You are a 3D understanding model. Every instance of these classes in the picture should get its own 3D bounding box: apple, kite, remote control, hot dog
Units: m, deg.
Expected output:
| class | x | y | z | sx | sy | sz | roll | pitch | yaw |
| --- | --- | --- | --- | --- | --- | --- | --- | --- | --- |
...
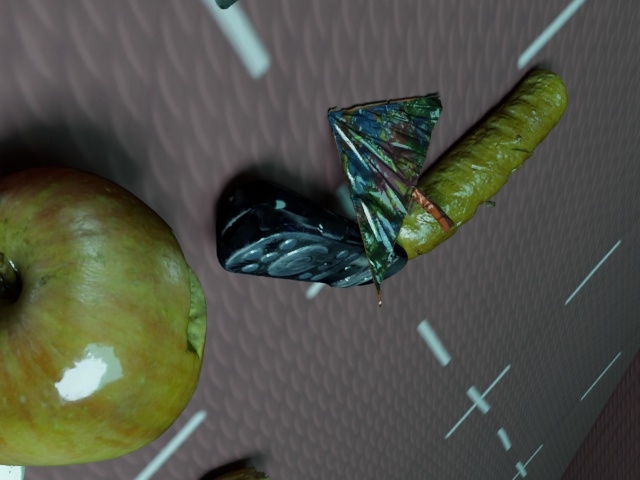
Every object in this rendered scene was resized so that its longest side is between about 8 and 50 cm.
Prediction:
| class | x | y | z | sx | sy | sz | roll | pitch | yaw |
| --- | --- | --- | --- | --- | --- | --- | --- | --- | --- |
| apple | -0.155 | 0.056 | 0.422 | 0.199 | 0.199 | 0.199 | -29 | 139 | -29 |
| kite | 0.068 | -0.057 | 0.633 | 0.189 | 0.009 | 0.232 | 37 | 65 | -31 |
| remote control | 0.000 | 0.000 | 0.635 | 0.090 | 0.066 | 0.266 | -24 | 159 | 27 |
| hot dog | 0.180 | -0.086 | 0.757 | 0.286 | 0.061 | 0.088 | -48 | 133 | -7 |

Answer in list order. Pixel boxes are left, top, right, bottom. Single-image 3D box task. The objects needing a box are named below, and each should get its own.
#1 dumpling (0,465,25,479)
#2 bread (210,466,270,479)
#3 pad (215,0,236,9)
| class | x | y | z | sx | sy | sz | roll | pitch | yaw |
| --- | --- | --- | --- | --- | --- | --- | --- | --- | --- |
| dumpling | -0.287 | 0.170 | 0.415 | 0.179 | 0.131 | 0.252 | -61 | 147 | -13 |
| bread | -0.113 | 0.328 | 0.783 | 0.106 | 0.082 | 0.125 | 11 | 123 | -40 |
| pad | -0.013 | -0.266 | 0.430 | 0.211 | 0.003 | 0.143 | -43 | 144 | -12 |
